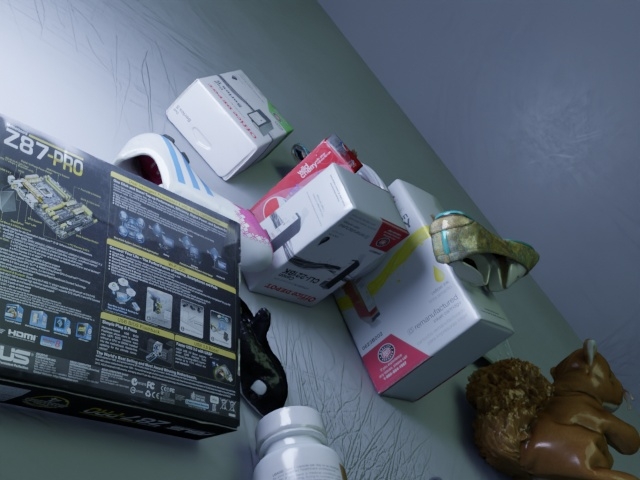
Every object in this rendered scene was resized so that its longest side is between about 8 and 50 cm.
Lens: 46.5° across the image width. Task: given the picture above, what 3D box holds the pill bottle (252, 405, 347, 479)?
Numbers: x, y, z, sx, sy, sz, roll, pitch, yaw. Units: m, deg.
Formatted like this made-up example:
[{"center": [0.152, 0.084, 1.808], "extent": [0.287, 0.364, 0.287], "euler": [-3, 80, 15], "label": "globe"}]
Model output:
[{"center": [-0.024, 0.348, 1.010], "extent": [0.131, 0.131, 0.229], "euler": [33, 27, -36], "label": "pill bottle"}]

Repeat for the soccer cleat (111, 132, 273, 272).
[{"center": [-0.231, -0.048, 1.309], "extent": [0.331, 0.116, 0.143], "euler": [44, 33, -1], "label": "soccer cleat"}]

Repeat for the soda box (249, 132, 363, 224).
[{"center": [-0.042, -0.094, 1.509], "extent": [0.092, 0.263, 0.083], "euler": [48, 23, -1], "label": "soda box"}]

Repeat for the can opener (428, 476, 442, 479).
[{"center": [0.219, 0.548, 1.261], "extent": [0.284, 0.075, 0.095], "euler": [-107, 180, -46], "label": "can opener"}]

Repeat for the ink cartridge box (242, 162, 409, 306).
[{"center": [0.000, 0.000, 1.433], "extent": [0.197, 0.272, 0.114], "euler": [21, 39, -50], "label": "ink cartridge box"}]

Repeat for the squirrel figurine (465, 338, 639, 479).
[{"center": [0.541, 0.392, 1.732], "extent": [0.396, 0.281, 0.371], "euler": [23, 56, 4], "label": "squirrel figurine"}]

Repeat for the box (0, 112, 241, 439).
[{"center": [-0.268, 0.062, 0.943], "extent": [0.394, 0.097, 0.319], "euler": [26, 52, -44], "label": "box"}]

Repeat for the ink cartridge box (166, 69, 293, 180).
[{"center": [-0.198, -0.269, 1.695], "extent": [0.198, 0.114, 0.273], "euler": [48, 22, -3], "label": "ink cartridge box"}]

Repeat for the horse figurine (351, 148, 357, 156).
[{"center": [0.145, -0.148, 2.154], "extent": [0.263, 0.066, 0.174], "euler": [56, 1, 4], "label": "horse figurine"}]

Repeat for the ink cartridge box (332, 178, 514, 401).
[{"center": [0.188, 0.105, 1.609], "extent": [0.160, 0.279, 0.385], "euler": [21, 35, -47], "label": "ink cartridge box"}]

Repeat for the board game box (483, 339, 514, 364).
[{"center": [0.411, 0.204, 2.174], "extent": [0.390, 0.050, 0.390], "euler": [40, 24, -24], "label": "board game box"}]

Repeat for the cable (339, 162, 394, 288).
[{"center": [0.046, -0.041, 1.601], "extent": [0.089, 0.257, 0.257], "euler": [23, 22, -53], "label": "cable"}]

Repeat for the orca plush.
[{"center": [-0.110, 0.139, 1.222], "extent": [0.151, 0.102, 0.287], "euler": [28, 30, -42], "label": "orca plush"}]

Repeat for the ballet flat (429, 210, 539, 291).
[{"center": [0.332, 0.043, 1.485], "extent": [0.348, 0.123, 0.123], "euler": [22, 35, -46], "label": "ballet flat"}]

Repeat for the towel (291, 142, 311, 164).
[{"center": [0.062, -0.115, 1.973], "extent": [0.272, 0.040, 0.370], "euler": [57, 14, 16], "label": "towel"}]
